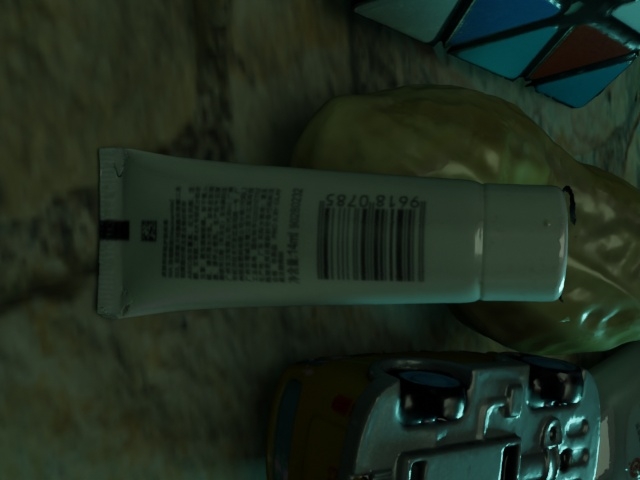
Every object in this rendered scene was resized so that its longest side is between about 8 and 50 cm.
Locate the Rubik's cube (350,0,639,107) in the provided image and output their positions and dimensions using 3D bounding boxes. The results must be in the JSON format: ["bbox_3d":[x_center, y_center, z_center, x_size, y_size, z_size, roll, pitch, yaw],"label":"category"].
[{"bbox_3d":[0.133,-0.177,0.441,0.234,0.250,0.284,-23,113,-19],"label":"Rubik's cube"}]

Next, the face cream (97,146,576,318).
[{"bbox_3d":[0.000,0.000,0.367,0.058,0.243,0.092,-13,104,-79],"label":"face cream"}]

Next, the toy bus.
[{"bbox_3d":[0.067,0.128,0.452,0.209,0.136,0.126,3,93,-36],"label":"toy bus"}]

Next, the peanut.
[{"bbox_3d":[0.118,-0.009,0.480,0.313,0.149,0.149,24,81,-31],"label":"peanut"}]

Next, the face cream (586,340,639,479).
[{"bbox_3d":[0.256,0.175,0.630,0.291,0.071,0.144,-22,106,-32],"label":"face cream"}]
